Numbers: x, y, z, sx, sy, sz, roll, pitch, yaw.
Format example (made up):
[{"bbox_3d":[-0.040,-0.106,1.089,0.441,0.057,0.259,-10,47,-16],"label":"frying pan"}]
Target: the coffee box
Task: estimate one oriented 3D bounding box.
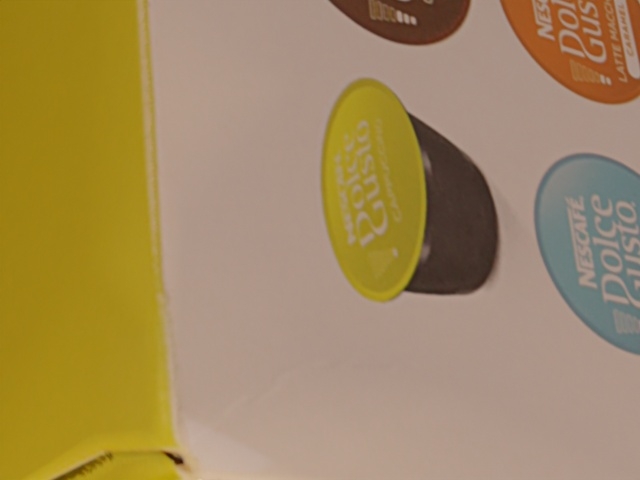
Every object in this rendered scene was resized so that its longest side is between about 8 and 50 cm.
[{"bbox_3d":[0.000,0.000,0.574,0.334,0.338,0.337,13,56,-32],"label":"coffee box"}]
